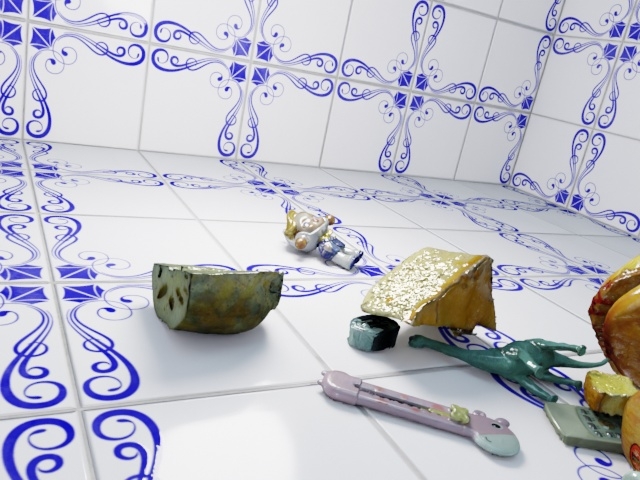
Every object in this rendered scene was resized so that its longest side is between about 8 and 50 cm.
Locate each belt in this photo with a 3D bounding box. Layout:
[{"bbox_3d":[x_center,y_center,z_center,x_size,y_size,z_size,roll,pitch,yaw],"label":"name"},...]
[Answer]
[{"bbox_3d":[0.125,0.216,1.415,0.140,0.058,0.105,-7,22,-43],"label":"belt"}]

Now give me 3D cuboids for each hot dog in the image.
[{"bbox_3d":[0.778,0.209,1.436,0.223,0.405,0.185,-8,34,33],"label":"hot dog"}]

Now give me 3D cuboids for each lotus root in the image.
[{"bbox_3d":[-0.219,0.128,1.339,0.260,0.149,0.267,5,0,-32],"label":"lotus root"}]

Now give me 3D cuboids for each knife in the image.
[{"bbox_3d":[0.186,0.324,1.155,0.398,0.038,0.132,14,15,8],"label":"knife"}]

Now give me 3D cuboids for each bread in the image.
[{"bbox_3d":[0.278,0.181,1.472,0.315,0.279,0.248,-40,35,-28],"label":"bread"},{"bbox_3d":[0.622,0.330,1.279,0.103,0.065,0.187,11,3,14],"label":"bread"}]

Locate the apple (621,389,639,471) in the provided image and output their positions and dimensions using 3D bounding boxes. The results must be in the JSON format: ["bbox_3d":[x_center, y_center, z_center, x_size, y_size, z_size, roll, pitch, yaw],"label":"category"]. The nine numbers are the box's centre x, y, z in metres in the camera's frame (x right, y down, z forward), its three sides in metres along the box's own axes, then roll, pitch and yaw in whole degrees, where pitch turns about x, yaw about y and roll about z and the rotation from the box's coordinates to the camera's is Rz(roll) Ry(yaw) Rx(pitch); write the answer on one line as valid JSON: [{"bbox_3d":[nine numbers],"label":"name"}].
[{"bbox_3d":[0.658,0.361,1.076,0.211,0.211,0.188,8,10,-12],"label":"apple"}]

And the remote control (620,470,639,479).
[{"bbox_3d":[0.518,0.463,0.792,0.065,0.128,0.335,6,19,-16],"label":"remote control"}]

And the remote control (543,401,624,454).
[{"bbox_3d":[0.607,0.390,1.224,0.285,0.038,0.123,11,18,-2],"label":"remote control"}]

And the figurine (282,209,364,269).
[{"bbox_3d":[0.008,-0.003,1.922,0.274,0.133,0.194,18,41,0],"label":"figurine"}]

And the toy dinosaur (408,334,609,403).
[{"bbox_3d":[0.448,0.265,1.440,0.383,0.129,0.331,-2,13,-40],"label":"toy dinosaur"}]
